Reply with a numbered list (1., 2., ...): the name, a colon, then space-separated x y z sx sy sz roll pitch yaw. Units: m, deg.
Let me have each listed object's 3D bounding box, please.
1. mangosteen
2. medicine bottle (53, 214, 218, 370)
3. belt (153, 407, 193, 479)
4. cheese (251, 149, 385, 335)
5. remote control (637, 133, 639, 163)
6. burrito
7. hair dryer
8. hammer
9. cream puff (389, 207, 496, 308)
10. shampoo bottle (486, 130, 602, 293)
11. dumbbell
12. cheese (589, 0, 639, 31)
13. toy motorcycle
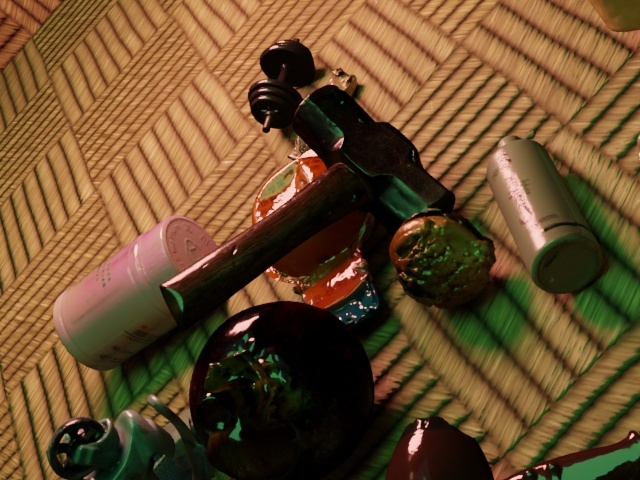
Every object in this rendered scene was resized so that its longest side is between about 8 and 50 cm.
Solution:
1. mangosteen: -0.058 0.182 1.520 0.231 0.289 0.231 -2 82 14
2. medicine bottle: -0.284 0.085 2.018 0.254 0.152 0.152 -33 36 27
3. belt: -0.137 0.248 1.743 0.302 0.072 0.087 -39 31 19
4. cheese: 0.000 0.000 1.773 0.217 0.129 0.329 -36 46 17
5. remote control: 0.432 -0.081 1.377 0.090 0.049 0.230 -53 33 2
6. burrito: 0.003 -0.200 2.048 0.171 0.042 0.051 -55 35 -10
7. hair dryer: 0.223 0.291 1.250 0.340 0.123 0.313 -23 52 22
8. hammer: -0.042 -0.020 1.647 0.409 0.095 0.242 -36 69 -24
9. cream puff: 0.146 0.027 1.564 0.133 0.119 0.104 25 37 28
10. shampoo bottle: 0.257 -0.046 1.530 0.085 0.085 0.262 -40 33 18
11. dumbbell: -0.065 -0.262 2.139 0.099 0.099 0.208 -19 43 41
12. cheese: 0.514 -0.407 1.496 0.384 0.104 0.384 -36 25 20
13. toy motorcycle: -0.236 0.325 1.639 0.206 0.260 0.154 -17 23 -25
